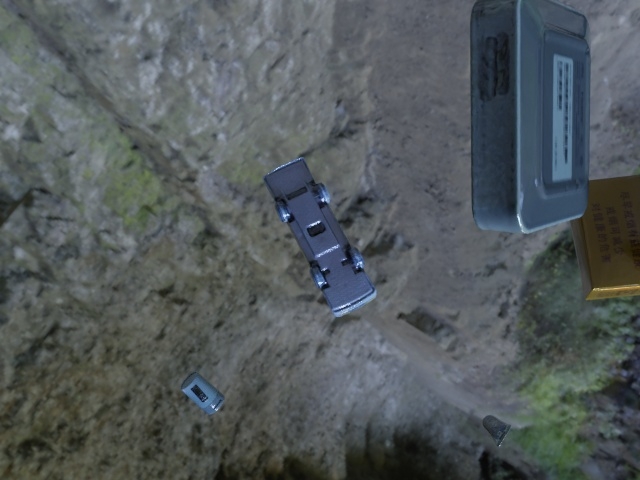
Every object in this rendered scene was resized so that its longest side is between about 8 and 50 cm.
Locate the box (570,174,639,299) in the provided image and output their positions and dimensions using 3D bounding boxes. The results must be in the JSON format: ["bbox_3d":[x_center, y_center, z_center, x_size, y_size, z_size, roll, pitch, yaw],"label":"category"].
[{"bbox_3d":[0.783,-0.020,1.593,0.416,0.264,0.116,-7,161,8],"label":"box"}]

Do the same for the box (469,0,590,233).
[{"bbox_3d":[0.392,-0.224,1.294,0.111,0.395,0.397,4,-170,36],"label":"box"}]

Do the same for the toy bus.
[{"bbox_3d":[0.000,0.000,1.450,0.329,0.109,0.136,62,176,20],"label":"toy bus"}]

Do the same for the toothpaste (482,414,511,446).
[{"bbox_3d":[0.413,0.442,1.699,0.035,0.057,0.197,34,178,3],"label":"toothpaste"}]

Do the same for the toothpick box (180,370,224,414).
[{"bbox_3d":[-0.249,0.323,1.525,0.083,0.052,0.052,46,162,-17],"label":"toothpick box"}]
